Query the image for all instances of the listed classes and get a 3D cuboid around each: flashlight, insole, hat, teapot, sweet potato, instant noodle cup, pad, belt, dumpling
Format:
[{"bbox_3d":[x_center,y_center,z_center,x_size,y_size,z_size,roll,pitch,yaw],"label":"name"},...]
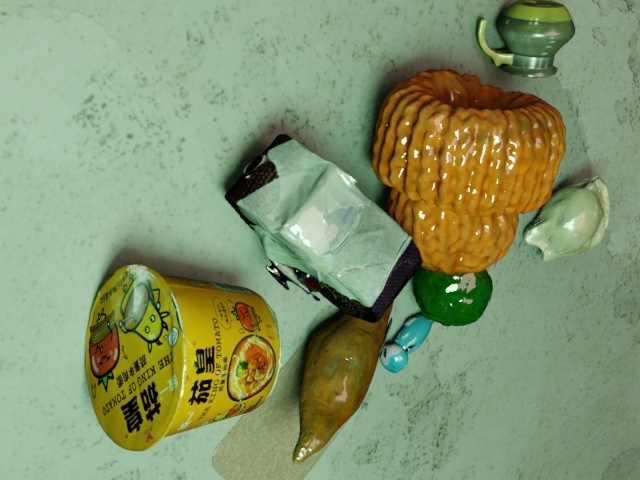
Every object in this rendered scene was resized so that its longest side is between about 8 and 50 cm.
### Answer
[{"bbox_3d":[0.150,0.170,1.177,0.129,0.051,0.051,-42,120,-28],"label":"flashlight"},{"bbox_3d":[0.090,0.190,1.116,0.002,0.053,0.152,18,116,0],"label":"insole"},{"bbox_3d":[0.191,-0.059,1.091,0.285,0.285,0.400,-9,131,-34],"label":"hat"},{"bbox_3d":[0.348,-0.345,1.188,0.166,0.130,0.119,0,117,-4],"label":"teapot"},{"bbox_3d":[0.031,0.182,1.044,0.112,0.112,0.359,57,42,-29],"label":"sweet potato"},{"bbox_3d":[-0.163,0.138,0.854,0.172,0.216,0.215,5,96,-45],"label":"instant noodle cup"},{"bbox_3d":[-0.039,0.284,1.087,0.266,0.002,0.176,-49,123,-19],"label":"pad"},{"bbox_3d":[0.000,0.000,0.954,0.289,0.184,0.164,44,77,-27],"label":"belt"},{"bbox_3d":[0.487,-0.033,1.345,0.199,0.118,0.136,-33,116,-3],"label":"dumpling"}]
